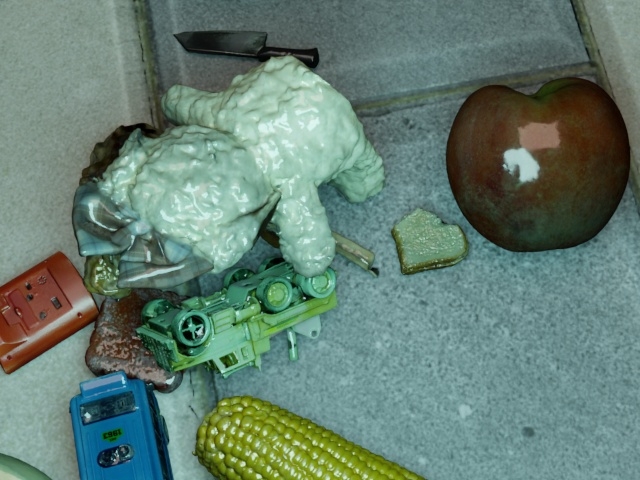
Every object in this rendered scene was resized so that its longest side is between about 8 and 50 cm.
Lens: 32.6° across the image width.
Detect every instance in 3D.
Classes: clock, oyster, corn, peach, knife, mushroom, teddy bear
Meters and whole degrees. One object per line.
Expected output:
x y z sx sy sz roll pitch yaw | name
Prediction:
-0.393 0.093 1.503 0.155 0.061 0.113 -33 72 -14 | clock
-0.260 -0.041 1.484 0.197 0.133 0.337 -12 44 16 | oyster
0.027 0.318 1.375 0.387 0.144 0.144 29 72 14 | corn
0.295 -0.101 1.488 0.252 0.252 0.252 0 69 0 | peach
-0.114 -0.299 1.675 0.230 0.028 0.060 7 57 6 | knife
0.000 0.000 1.540 0.187 0.061 0.060 20 65 3 | mushroom
-0.115 -0.063 1.421 0.327 0.375 0.362 43 85 10 | teddy bear

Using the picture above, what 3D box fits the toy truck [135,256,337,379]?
-0.100 0.113 1.438 0.259 0.128 0.135 -16 104 -30 | toy truck

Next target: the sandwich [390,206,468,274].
0.155 -0.001 1.548 0.105 0.036 0.093 -7 68 -3 | sandwich

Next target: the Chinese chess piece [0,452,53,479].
-0.447 0.427 1.327 0.349 0.146 0.349 0 70 0 | Chinese chess piece

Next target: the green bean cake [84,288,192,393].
-0.239 0.132 1.487 0.135 0.056 0.135 13 67 6 | green bean cake

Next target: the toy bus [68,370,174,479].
-0.242 0.291 1.365 0.113 0.134 0.246 -15 54 -5 | toy bus
